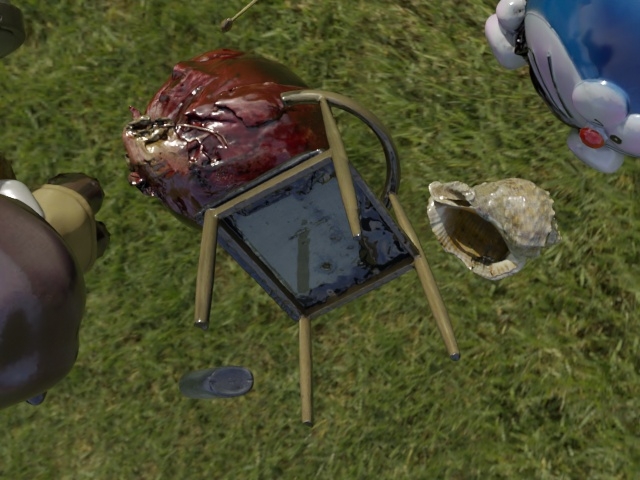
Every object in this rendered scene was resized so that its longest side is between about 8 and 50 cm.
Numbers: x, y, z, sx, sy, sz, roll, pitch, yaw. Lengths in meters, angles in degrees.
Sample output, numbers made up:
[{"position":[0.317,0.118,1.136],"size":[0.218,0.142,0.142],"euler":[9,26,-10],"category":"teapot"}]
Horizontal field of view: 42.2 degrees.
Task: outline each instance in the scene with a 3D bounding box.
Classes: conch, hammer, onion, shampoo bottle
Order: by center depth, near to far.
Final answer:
[{"position":[-0.102,-0.127,1.012],"size":[0.281,0.281,0.221],"euler":[33,129,14],"category":"onion"},{"position":[-0.090,-0.310,1.090],"size":[0.014,0.123,0.029],"euler":[44,148,-7],"category":"hammer"},{"position":[0.250,-0.022,1.214],"size":[0.207,0.130,0.155],"euler":[17,93,0],"category":"conch"},{"position":[-0.178,0.234,1.358],"size":[0.234,0.087,0.049],"euler":[155,114,-65],"category":"shampoo bottle"}]

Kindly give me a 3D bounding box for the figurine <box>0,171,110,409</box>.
[{"position":[-0.330,0.022,0.834],"size":[0.206,0.365,0.218],"euler":[8,109,-11],"category":"figurine"}]

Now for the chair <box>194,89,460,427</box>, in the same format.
[{"position":[0.000,0.000,0.761],"size":[0.166,0.272,0.188],"euler":[-28,124,19],"category":"chair"}]

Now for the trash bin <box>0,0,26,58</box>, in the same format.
[{"position":[-0.583,-0.394,1.229],"size":[0.219,0.220,0.250],"euler":[-4,98,39],"category":"trash bin"}]

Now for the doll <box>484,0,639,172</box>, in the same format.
[{"position":[0.277,-0.181,0.693],"size":[0.284,0.310,0.240],"euler":[36,98,0],"category":"doll"}]

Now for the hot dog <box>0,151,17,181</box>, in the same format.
[{"position":[-0.535,0.046,1.336],"size":[0.267,0.174,0.387],"euler":[-26,86,52],"category":"hot dog"}]
